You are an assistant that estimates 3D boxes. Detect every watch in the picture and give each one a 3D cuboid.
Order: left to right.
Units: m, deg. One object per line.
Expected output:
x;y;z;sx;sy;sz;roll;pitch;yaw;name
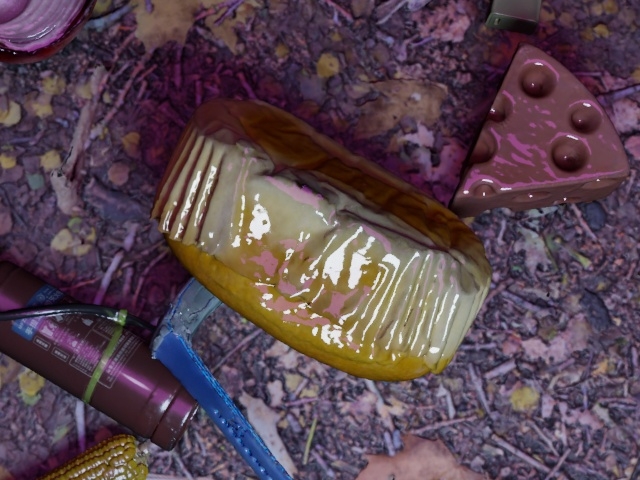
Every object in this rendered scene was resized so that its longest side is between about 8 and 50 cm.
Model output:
-0.065;0.166;1.604;0.274;0.068;0.276;32;41;-3;watch

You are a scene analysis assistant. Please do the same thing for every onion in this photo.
-0.341;-0.337;1.724;0.227;0.120;0.283;30;82;4;onion

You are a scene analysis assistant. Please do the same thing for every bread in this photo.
-0.005;0.004;1.632;0.389;0.236;0.183;32;115;5;bread

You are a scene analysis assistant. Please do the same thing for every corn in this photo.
-0.280;0.281;1.637;0.207;0.068;0.068;-29;83;-9;corn

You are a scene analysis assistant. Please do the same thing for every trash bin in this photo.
0.240;-0.306;1.801;0.061;0.043;0.092;11;77;-2;trash bin

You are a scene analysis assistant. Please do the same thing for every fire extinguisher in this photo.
-0.284;0.101;1.662;0.341;0.105;0.141;31;39;3;fire extinguisher

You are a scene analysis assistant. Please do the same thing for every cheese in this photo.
0.240;-0.132;1.732;0.203;0.128;0.177;-7;78;-1;cheese
